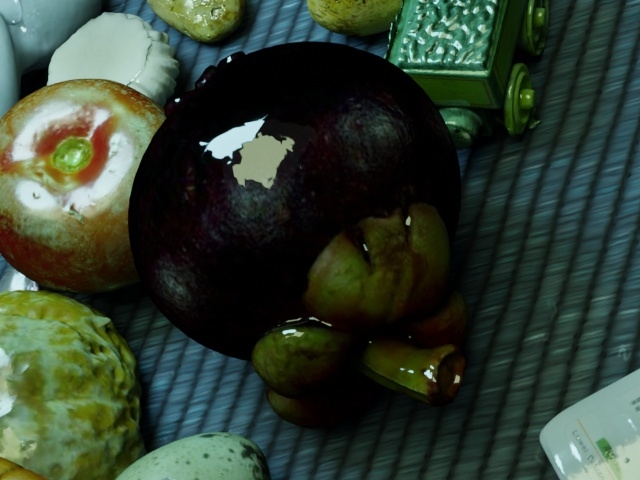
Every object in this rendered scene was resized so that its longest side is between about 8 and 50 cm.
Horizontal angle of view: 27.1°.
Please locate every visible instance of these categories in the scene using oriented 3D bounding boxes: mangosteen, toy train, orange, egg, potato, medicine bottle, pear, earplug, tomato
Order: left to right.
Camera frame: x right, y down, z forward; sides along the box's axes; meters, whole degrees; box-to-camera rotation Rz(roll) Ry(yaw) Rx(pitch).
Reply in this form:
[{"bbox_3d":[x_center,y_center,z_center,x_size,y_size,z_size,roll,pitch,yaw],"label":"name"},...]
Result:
[{"bbox_3d":[-0.424,-0.270,1.848,0.214,0.175,0.325,-22,46,66],"label":"earplug"},{"bbox_3d":[-0.337,0.214,1.522,0.271,0.210,0.368,-7,65,-8],"label":"orange"},{"bbox_3d":[-0.280,-0.057,1.642,0.270,0.222,0.270,-4,63,8],"label":"tomato"},{"bbox_3d":[-0.144,0.303,1.430,0.177,0.177,0.228,25,63,31],"label":"egg"},{"bbox_3d":[-0.174,-0.336,1.832,0.107,0.080,0.170,-39,54,-15],"label":"potato"},{"bbox_3d":[0.000,0.000,1.434,0.382,0.382,0.435,-36,85,1],"label":"mangosteen"},{"bbox_3d":[0.059,-0.347,1.704,0.178,0.178,0.178,-10,61,18],"label":"pear"},{"bbox_3d":[0.179,-0.245,1.574,0.159,0.188,0.271,6,65,23],"label":"toy train"},{"bbox_3d":[0.379,0.187,1.315,0.296,0.111,0.161,-28,57,5],"label":"medicine bottle"}]

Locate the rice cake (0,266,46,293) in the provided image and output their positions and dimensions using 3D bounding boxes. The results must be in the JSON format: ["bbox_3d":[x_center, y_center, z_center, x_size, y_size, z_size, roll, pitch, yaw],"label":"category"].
[{"bbox_3d":[-0.470,0.195,1.685,0.070,0.064,0.399,33,79,22],"label":"rice cake"}]

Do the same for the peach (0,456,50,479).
[{"bbox_3d":[-0.345,0.351,1.309,0.275,0.248,0.245,23,34,11],"label":"peach"}]

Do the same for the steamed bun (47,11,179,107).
[{"bbox_3d":[-0.273,-0.220,1.797,0.183,0.106,0.182,-9,57,14],"label":"steamed bun"}]
